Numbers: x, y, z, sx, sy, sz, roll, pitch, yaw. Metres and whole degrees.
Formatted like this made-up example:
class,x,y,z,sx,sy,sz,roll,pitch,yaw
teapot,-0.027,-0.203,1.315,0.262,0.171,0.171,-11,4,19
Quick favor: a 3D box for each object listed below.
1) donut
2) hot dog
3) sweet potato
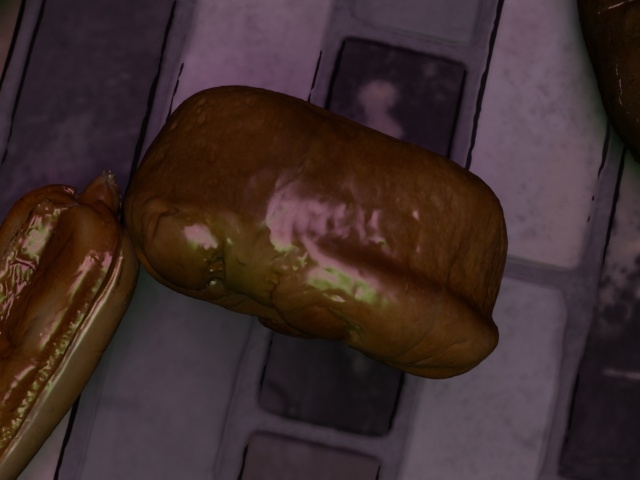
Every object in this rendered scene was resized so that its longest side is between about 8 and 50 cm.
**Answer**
class,x,y,z,sx,sy,sz,roll,pitch,yaw
donut,-0.001,0.000,0.645,0.226,0.226,0.114,19,82,0
hot dog,-0.181,0.070,0.694,0.102,0.076,0.249,29,89,29
sweet potato,0.252,-0.085,0.727,0.310,0.098,0.124,40,76,-1
